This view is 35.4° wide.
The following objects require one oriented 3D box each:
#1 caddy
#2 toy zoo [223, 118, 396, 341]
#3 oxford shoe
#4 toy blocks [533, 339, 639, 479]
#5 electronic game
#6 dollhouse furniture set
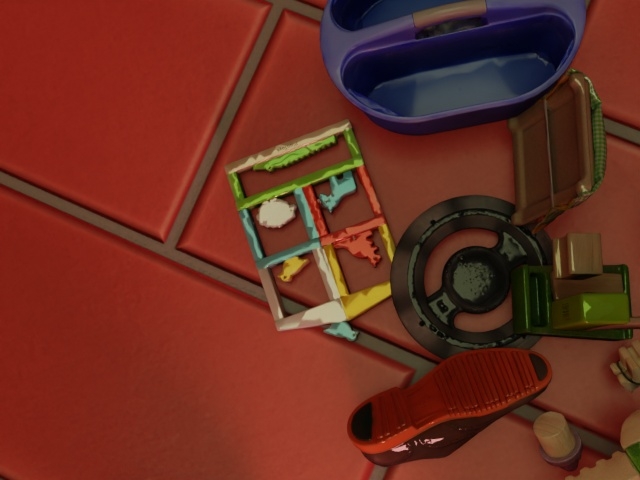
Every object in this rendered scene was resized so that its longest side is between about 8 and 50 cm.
[{"bbox_3d":[0.172,-0.273,1.321,0.342,0.179,0.241,-11,80,8],"label":"caddy"},{"bbox_3d":[0.000,0.000,1.386,0.192,0.030,0.293,-21,80,6],"label":"toy zoo"},{"bbox_3d":[0.174,0.219,1.301,0.272,0.098,0.096,-21,42,12],"label":"oxford shoe"},{"bbox_3d":[0.444,0.315,1.208,0.289,0.309,0.260,-29,123,5],"label":"toy blocks"},{"bbox_3d":[0.207,0.053,1.334,0.229,0.048,0.229,0,83,0],"label":"electronic game"},{"bbox_3d":[0.340,-0.035,1.235,0.151,0.197,0.301,2,79,-14],"label":"dollhouse furniture set"}]
